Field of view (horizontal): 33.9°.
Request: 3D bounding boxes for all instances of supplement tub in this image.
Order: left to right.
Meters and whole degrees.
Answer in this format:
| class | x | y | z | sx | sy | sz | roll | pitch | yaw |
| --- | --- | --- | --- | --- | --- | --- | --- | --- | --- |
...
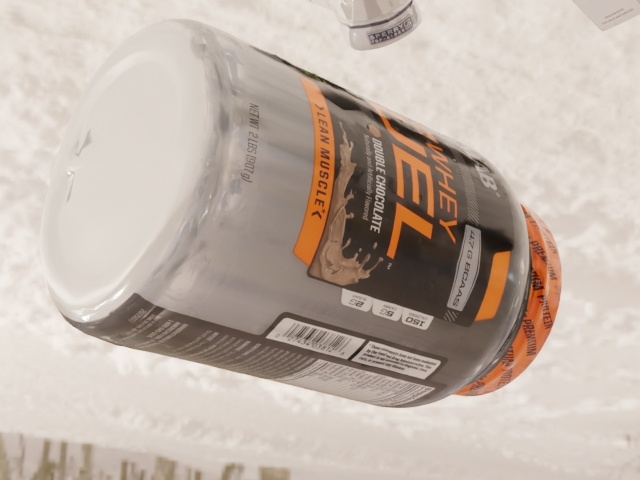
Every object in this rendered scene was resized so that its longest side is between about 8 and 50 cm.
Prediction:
| class | x | y | z | sx | sy | sz | roll | pitch | yaw |
| --- | --- | --- | --- | --- | --- | --- | --- | --- | --- |
| supplement tub | 0.000 | 0.000 | 0.731 | 0.338 | 0.207 | 0.207 | 19 | 156 | -37 |

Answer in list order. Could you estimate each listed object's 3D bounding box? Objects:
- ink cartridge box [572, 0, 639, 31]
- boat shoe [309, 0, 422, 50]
| class | x | y | z | sx | sy | sz | roll | pitch | yaw |
| --- | --- | --- | --- | --- | --- | --- | --- | --- | --- |
| ink cartridge box | 0.263 | -0.321 | 1.008 | 0.191 | 0.139 | 0.082 | 42 | 162 | -9 |
| boat shoe | 0.021 | -0.262 | 0.983 | 0.096 | 0.267 | 0.088 | -22 | 122 | 6 |
